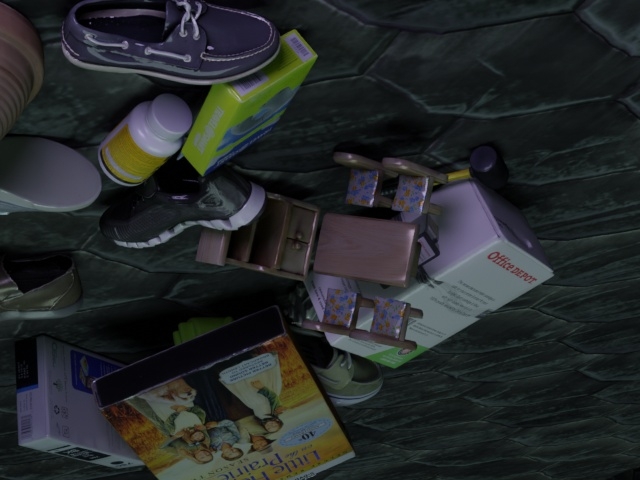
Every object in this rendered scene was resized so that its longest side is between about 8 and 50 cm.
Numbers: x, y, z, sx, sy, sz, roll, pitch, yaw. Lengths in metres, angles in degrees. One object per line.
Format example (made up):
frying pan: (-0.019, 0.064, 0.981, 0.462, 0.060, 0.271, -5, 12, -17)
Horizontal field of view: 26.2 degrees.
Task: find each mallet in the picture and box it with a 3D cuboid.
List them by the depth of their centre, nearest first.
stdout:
mallet: (0.138, -0.079, 1.717, 0.190, 0.039, 0.062, -9, 155, 12)

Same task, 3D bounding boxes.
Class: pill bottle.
pill bottle: (-0.185, -0.109, 1.463, 0.065, 0.065, 0.116, 6, 154, -34)

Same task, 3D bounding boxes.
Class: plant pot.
plant pot: (-0.376, -0.129, 1.280, 0.237, 0.109, 0.237, -7, 159, -3)

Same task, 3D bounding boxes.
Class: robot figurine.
robot figurine: (-0.166, 0.151, 2.110, 0.115, 0.067, 0.101, 3, 142, -29)

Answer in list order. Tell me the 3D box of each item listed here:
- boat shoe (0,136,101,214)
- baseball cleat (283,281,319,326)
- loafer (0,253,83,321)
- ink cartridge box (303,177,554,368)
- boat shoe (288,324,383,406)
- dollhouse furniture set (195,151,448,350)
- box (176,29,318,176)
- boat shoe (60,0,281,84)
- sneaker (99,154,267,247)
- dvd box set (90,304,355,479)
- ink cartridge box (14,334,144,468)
boat shoe: (-0.356, -0.068, 1.495, 0.228, 0.079, 0.081, 6, 161, -20)
baseball cleat: (0.027, 0.073, 1.993, 0.110, 0.072, 0.206, -3, 160, -24)
loafer: (-0.426, 0.055, 1.766, 0.251, 0.094, 0.087, -8, 135, -29)
ink cartridge box: (0.147, 0.046, 1.844, 0.273, 0.114, 0.198, -33, 152, 18)
boat shoe: (0.001, 0.204, 2.261, 0.302, 0.109, 0.094, 14, 146, -40)
dollhouse furniture set: (0.000, 0.000, 1.624, 0.242, 0.212, 0.161, 8, 175, 40)
box: (-0.079, -0.135, 1.412, 0.109, 0.042, 0.178, -36, 172, -30)
boat shoe: (-0.135, -0.191, 1.270, 0.206, 0.075, 0.065, 0, 160, -10)
sneaker: (-0.180, -0.053, 1.597, 0.234, 0.078, 0.106, -9, 140, 34)
dvd box set: (-0.140, 0.286, 2.178, 0.308, 0.062, 0.420, -22, 142, 2)
ink cartridge box: (-0.360, 0.268, 2.189, 0.065, 0.165, 0.333, -18, 156, 23)
